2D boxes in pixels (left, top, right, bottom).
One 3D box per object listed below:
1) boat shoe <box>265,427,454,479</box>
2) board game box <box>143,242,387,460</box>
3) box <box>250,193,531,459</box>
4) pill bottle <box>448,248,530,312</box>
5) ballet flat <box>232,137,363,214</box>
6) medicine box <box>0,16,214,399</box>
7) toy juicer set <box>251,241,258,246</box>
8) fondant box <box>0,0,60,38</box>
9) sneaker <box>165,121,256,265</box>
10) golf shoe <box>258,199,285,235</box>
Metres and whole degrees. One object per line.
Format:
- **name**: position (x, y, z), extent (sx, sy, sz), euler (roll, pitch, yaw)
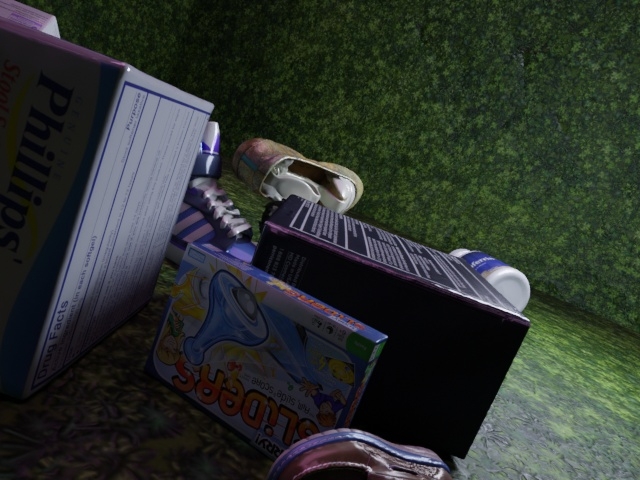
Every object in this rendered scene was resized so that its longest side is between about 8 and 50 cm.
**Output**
- **boat shoe**: position (0.046, 0.192, 0.399), extent (0.183, 0.066, 0.066), euler (16, 12, -32)
- **board game box**: position (-0.057, 0.102, 0.469), extent (0.201, 0.136, 0.035), euler (24, 9, 23)
- **box**: position (0.055, 0.084, 0.676), extent (0.294, 0.183, 0.296), euler (20, 11, -1)
- **pill bottle**: position (0.465, 0.118, 1.511), extent (0.153, 0.153, 0.264), euler (18, 9, -18)
- **ballet flat**: position (-0.016, -0.101, 1.024), extent (0.348, 0.123, 0.123), euler (16, 10, -46)
- **medicine box**: position (-0.239, -0.045, 0.505), extent (0.149, 0.264, 0.289), euler (20, 9, -2)
- **toy juicer set**: position (0.000, 0.000, 1.120), extent (0.328, 0.090, 0.209), euler (4, -6, 26)
- **fondant box**: position (-0.604, -0.264, 0.818), extent (0.238, 0.330, 0.096), euler (20, -32, -5)
- **sneaker**: position (-0.190, -0.079, 0.894), extent (0.322, 0.236, 0.130), euler (23, 9, 12)
- **golf shoe**: position (0.008, 0.015, 0.928), extent (0.272, 0.105, 0.120), euler (30, 13, 26)
